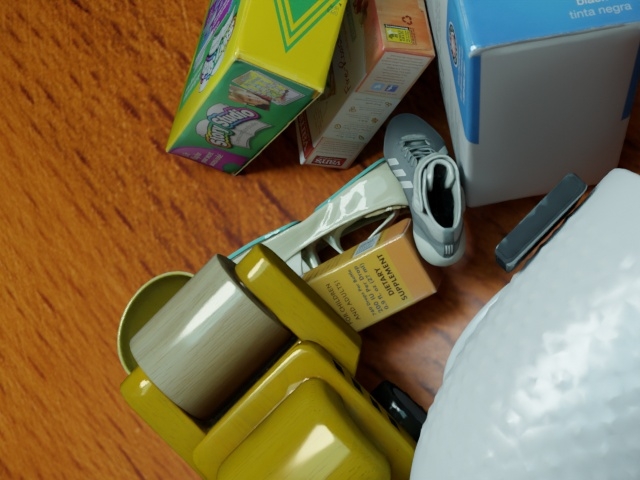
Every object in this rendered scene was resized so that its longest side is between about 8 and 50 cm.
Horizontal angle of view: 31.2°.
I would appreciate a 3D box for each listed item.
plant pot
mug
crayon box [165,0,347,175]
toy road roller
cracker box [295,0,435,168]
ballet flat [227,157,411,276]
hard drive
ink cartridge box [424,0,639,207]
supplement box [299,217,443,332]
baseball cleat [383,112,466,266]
[{"bbox_3d":[-0.150,0.113,1.313,0.134,0.095,0.134,-11,66,25],"label":"plant pot"},{"bbox_3d":[0.231,0.134,1.013,0.328,0.276,0.374,-49,24,5],"label":"mug"},{"bbox_3d":[-0.056,-0.269,1.290,0.363,0.106,0.313,150,135,-70],"label":"crayon box"},{"bbox_3d":[-0.038,0.175,1.091,0.329,0.240,0.202,45,95,2],"label":"toy road roller"},{"bbox_3d":[0.037,-0.205,1.282,0.232,0.067,0.156,128,139,-54],"label":"cracker box"},{"bbox_3d":[0.000,0.000,1.293,0.248,0.086,0.086,-33,58,13],"label":"ballet flat"},{"bbox_3d":[0.193,-0.013,1.018,0.022,0.135,0.094,44,94,9],"label":"hard drive"},{"bbox_3d":[0.187,-0.279,1.156,0.166,0.285,0.395,-10,64,2],"label":"ink cartridge box"},{"bbox_3d":[0.012,0.067,1.238,0.233,0.080,0.078,-29,98,18],"label":"supplement box"},{"bbox_3d":[0.115,-0.075,1.193,0.072,0.109,0.206,-11,54,-8],"label":"baseball cleat"}]
